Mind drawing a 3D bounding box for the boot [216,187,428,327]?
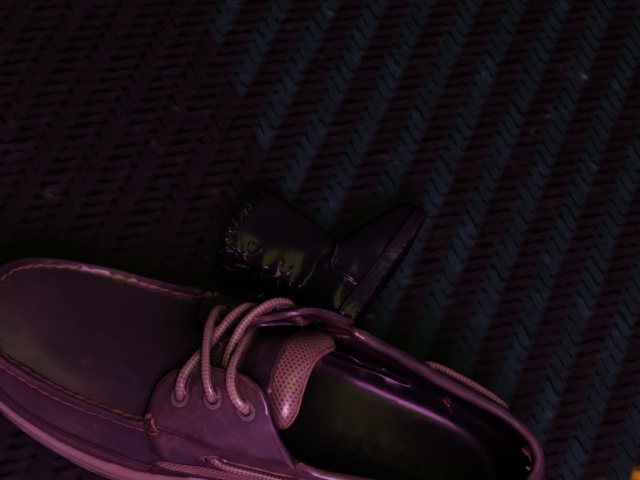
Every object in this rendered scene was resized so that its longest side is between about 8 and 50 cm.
[{"bbox_3d":[0.000,0.000,1.230,0.099,0.045,0.121,32,57,9],"label":"boot"}]

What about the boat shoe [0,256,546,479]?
[{"bbox_3d":[-0.030,0.080,1.124,0.355,0.130,0.132,18,59,-6],"label":"boat shoe"}]
